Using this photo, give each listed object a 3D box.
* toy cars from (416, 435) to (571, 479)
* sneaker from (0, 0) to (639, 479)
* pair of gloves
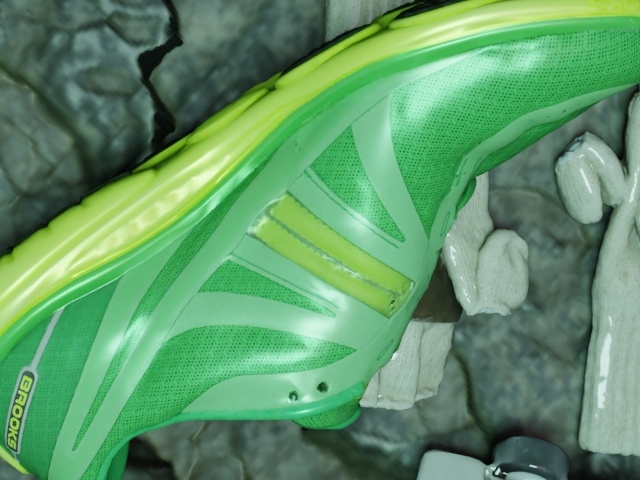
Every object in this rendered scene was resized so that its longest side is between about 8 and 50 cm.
[{"bbox_3d":[0.030,0.196,0.677,0.393,0.087,0.176,-22,63,-13],"label":"toy cars"},{"bbox_3d":[0.000,0.000,0.615,0.295,0.109,0.123,-32,96,10],"label":"sneaker"},{"bbox_3d":[0.098,-0.014,0.704,0.240,0.042,0.204,12,93,-20],"label":"pair of gloves"}]
